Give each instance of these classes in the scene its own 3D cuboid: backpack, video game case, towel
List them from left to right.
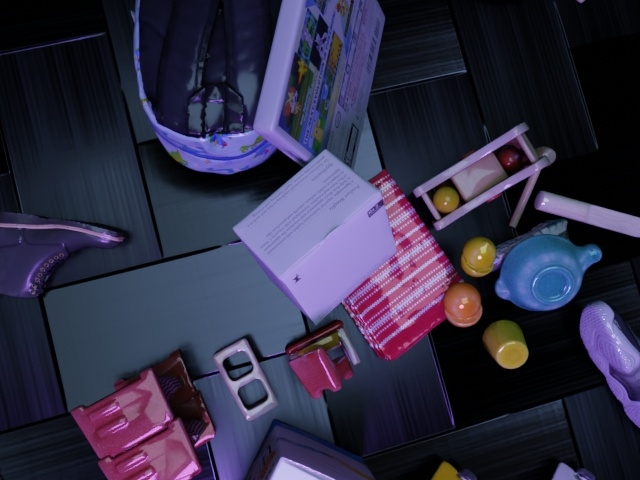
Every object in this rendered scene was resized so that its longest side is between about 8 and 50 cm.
[{"bbox_3d":[-0.146,-0.282,0.874,0.290,0.273,0.355,1,63,-9],"label":"backpack"},{"bbox_3d":[0.014,-0.267,0.860,0.036,0.300,0.328,10,83,23],"label":"video game case"},{"bbox_3d":[0.111,0.041,0.966,0.199,0.031,0.274,-34,89,-9],"label":"towel"}]

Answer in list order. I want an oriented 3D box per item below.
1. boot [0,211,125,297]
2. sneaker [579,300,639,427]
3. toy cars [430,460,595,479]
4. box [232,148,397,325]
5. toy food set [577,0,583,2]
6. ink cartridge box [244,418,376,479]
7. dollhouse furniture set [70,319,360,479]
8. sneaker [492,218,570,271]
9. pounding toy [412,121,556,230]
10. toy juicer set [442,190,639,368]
[{"bbox_3d":[-0.411,0.033,0.892,0.198,0.077,0.136,6,88,7],"label":"boot"},{"bbox_3d":[0.561,0.194,0.971,0.153,0.101,0.268,-32,95,-9],"label":"sneaker"},{"bbox_3d":[0.347,0.459,0.921,0.394,0.087,0.176,4,48,-8],"label":"toy cars"},{"bbox_3d":[0.000,0.000,0.836,0.181,0.182,0.119,-41,59,-9],"label":"box"},{"bbox_3d":[0.501,-0.554,1.061,0.132,0.038,0.192,36,82,-2],"label":"toy food set"},{"bbox_3d":[-0.025,0.388,0.814,0.168,0.233,0.171,27,82,-4],"label":"ink cartridge box"},{"bbox_3d":[-0.129,0.204,0.836,0.374,0.201,0.152,-28,88,-8],"label":"dollhouse furniture set"},{"bbox_3d":[0.363,0.026,0.982,0.167,0.065,0.076,-24,95,-4],"label":"sneaker"},{"bbox_3d":[0.297,-0.086,0.936,0.270,0.154,0.154,-31,89,-8],"label":"pounding toy"},{"bbox_3d":[0.331,0.034,0.912,0.209,0.089,0.329,35,107,-10],"label":"toy juicer set"}]
